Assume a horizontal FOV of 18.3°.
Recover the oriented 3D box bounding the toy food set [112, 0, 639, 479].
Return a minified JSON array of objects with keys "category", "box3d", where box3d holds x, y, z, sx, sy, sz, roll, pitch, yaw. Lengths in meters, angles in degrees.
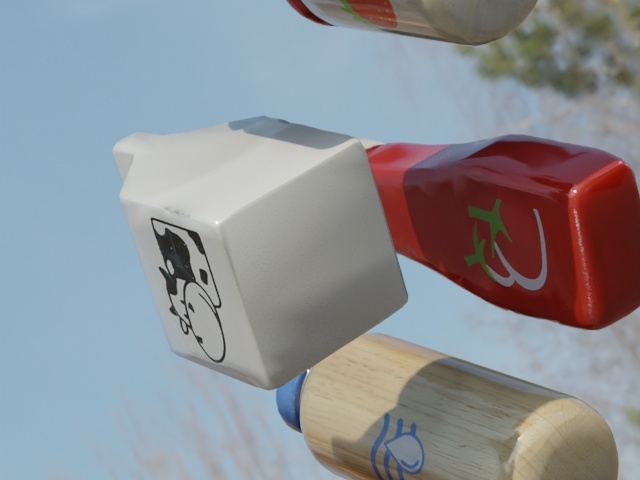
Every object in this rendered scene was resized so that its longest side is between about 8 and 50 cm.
[{"category":"toy food set","box3d":[0.000,0.000,0.466,0.111,0.104,0.232,-32,-61,-29]}]
